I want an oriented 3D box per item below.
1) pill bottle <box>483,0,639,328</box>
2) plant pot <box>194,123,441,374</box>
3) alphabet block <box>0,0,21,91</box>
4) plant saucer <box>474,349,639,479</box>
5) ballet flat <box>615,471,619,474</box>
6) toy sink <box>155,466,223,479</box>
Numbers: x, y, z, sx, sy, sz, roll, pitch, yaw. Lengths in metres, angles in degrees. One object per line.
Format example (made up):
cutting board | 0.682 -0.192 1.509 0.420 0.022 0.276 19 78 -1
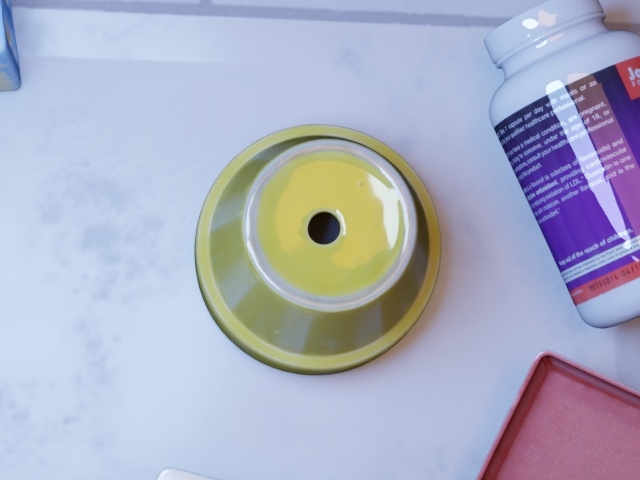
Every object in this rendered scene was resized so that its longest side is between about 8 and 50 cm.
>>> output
pill bottle | 0.289 -0.085 1.893 0.181 0.181 0.323 -24 85 -6
plant pot | 0.000 0.000 1.835 0.254 0.239 0.254 0 83 -3
alphabet block | -0.414 -0.248 1.865 0.197 0.192 0.193 -7 81 -6
plant saucer | 0.283 0.270 1.887 0.259 0.048 0.258 25 99 0
ballet flat | 0.307 0.228 1.926 0.041 0.041 0.114 34 82 1
toy sink | -0.070 0.323 1.844 0.234 0.131 0.152 15 82 -7
